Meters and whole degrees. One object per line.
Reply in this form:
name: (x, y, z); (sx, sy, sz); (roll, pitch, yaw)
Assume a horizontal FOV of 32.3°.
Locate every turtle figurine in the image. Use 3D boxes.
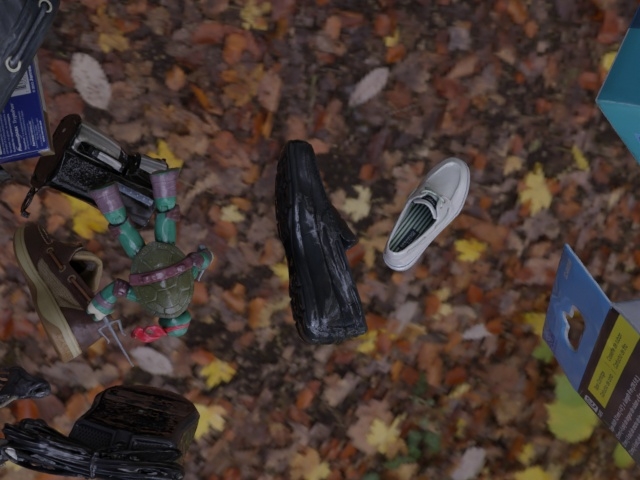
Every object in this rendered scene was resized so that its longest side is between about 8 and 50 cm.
turtle figurine: (-0.204, 0.035, 1.378); (0.175, 0.118, 0.234); (-18, 102, -29)

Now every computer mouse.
computer mouse: (-0.211, 0.218, 1.171); (0.188, 0.272, 0.072); (13, 96, 6)

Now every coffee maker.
coffee maker: (-0.351, -0.088, 1.730); (0.178, 0.120, 0.171); (30, 108, -30)

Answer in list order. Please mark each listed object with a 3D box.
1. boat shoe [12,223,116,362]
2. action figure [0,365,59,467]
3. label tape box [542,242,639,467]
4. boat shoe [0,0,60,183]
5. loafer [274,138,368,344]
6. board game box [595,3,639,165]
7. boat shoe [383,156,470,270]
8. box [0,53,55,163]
boat shoe: (-0.413, 0.065, 1.808); (0.123, 0.342, 0.123); (-26, 125, -9)
action figure: (-0.415, 0.255, 1.223); (0.275, 0.141, 0.164); (-36, 108, -54)
label tape box: (0.360, 0.156, 1.020); (0.115, 0.348, 0.249); (-31, 155, -10)
boat shoe: (-0.394, -0.063, 1.103); (0.156, 0.187, 0.500); (19, 91, -33)
loafer: (0.000, 0.000, 1.166); (0.078, 0.076, 0.223); (-6, 75, -18)
board game box: (0.396, -0.143, 1.030); (0.336, 0.079, 0.254); (40, 73, -46)
boat shoe: (0.182, -0.050, 1.838); (0.226, 0.083, 0.076); (-60, 166, -14)
box: (-0.435, -0.147, 1.292); (0.225, 0.036, 0.136); (-11, 86, -2)
